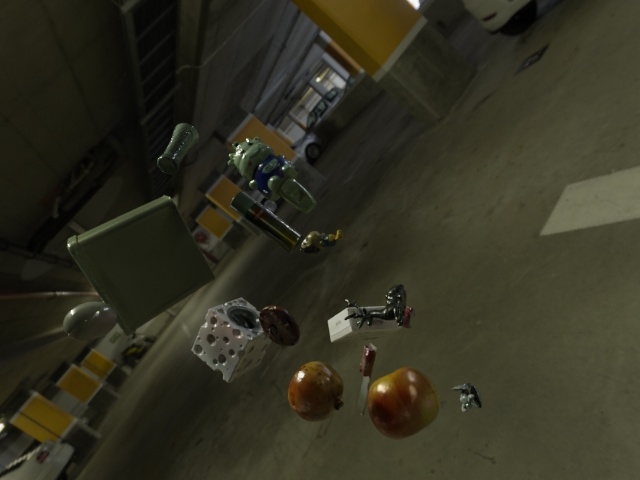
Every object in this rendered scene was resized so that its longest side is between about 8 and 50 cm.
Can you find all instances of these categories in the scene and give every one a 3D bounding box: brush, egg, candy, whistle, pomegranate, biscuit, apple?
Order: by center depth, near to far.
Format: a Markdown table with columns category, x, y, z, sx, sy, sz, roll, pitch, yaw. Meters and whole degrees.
| category | x | y | z | sx | sy | sz | roll | pitch | yaw |
| --- | --- | --- | --- | --- | --- | --- | --- | --- | --- |
| whistle | -0.109 | -0.149 | 1.018 | 0.110 | 0.244 | 0.092 | -45 | -14 | -17 |
| egg | -0.630 | 0.220 | 1.241 | 0.134 | 0.103 | 0.103 | -14 | -7 | -27 |
| pomegranate | -0.012 | 0.571 | 1.694 | 0.215 | 0.215 | 0.215 | -48 | 11 | 12 |
| apple | 0.322 | 0.630 | 1.773 | 0.285 | 0.233 | 0.286 | -28 | -16 | -9 |
| biscuit | -0.162 | 0.340 | 1.784 | 0.192 | 0.192 | 0.049 | -41 | 5 | 42 |
| brush | 0.185 | 0.590 | 1.918 | 0.060 | 0.050 | 0.321 | -143 | 58 | -61 |
| candy | 0.422 | 0.370 | 2.175 | 0.043 | 0.103 | 0.103 | 6 | 45 | 28 |

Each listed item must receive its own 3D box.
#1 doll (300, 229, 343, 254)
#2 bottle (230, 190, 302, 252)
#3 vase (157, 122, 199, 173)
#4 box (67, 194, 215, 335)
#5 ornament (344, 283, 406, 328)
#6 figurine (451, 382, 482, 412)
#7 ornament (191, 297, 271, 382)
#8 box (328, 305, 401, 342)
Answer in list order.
| category | x | y | z | sx | sy | sz | roll | pitch | yaw |
| --- | --- | --- | --- | --- | --- | --- | --- | --- | --- |
| doll | 0.000 | 0.000 | 1.764 | 0.179 | 0.089 | 0.102 | -25 | 12 | 11 |
| bottle | -0.199 | -0.068 | 1.652 | 0.082 | 0.286 | 0.082 | -53 | -5 | -7 |
| vase | -0.524 | -0.334 | 1.657 | 0.096 | 0.096 | 0.219 | -42 | 26 | 37 |
| box | -0.591 | 0.071 | 1.524 | 0.343 | 0.352 | 0.177 | -33 | 23 | -22 |
| ornament | 0.206 | 0.249 | 1.744 | 0.235 | 0.080 | 0.202 | -9 | 35 | 22 |
| figurine | 0.487 | 0.515 | 1.485 | 0.082 | 0.086 | 0.094 | -12 | -20 | -10 |
| ornament | -0.380 | 0.437 | 2.028 | 0.239 | 0.239 | 0.240 | -13 | -47 | -62 |
| box | 0.202 | 0.389 | 2.102 | 0.203 | 0.274 | 0.116 | -44 | 50 | 54 |
